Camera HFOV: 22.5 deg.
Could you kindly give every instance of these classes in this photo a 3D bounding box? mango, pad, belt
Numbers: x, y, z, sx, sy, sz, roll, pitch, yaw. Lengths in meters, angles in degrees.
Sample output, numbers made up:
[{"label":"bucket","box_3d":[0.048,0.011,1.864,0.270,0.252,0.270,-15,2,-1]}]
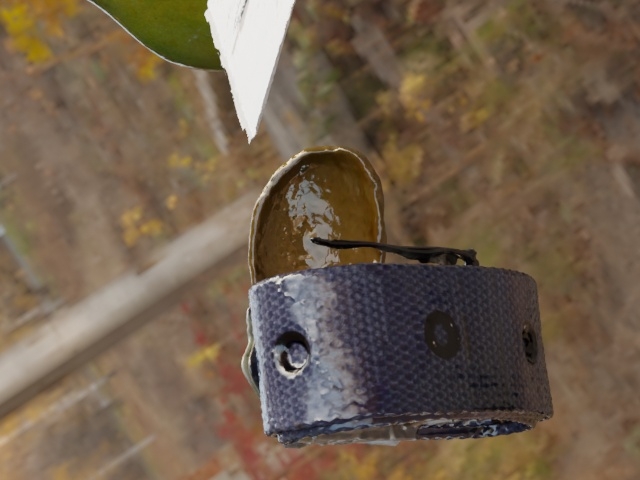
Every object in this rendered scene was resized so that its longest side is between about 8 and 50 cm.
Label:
[{"label":"mango","box_3d":[-0.119,-0.205,1.260,0.191,0.085,0.122,31,141,-6]},{"label":"pad","box_3d":[-0.017,-0.179,0.769,0.156,0.004,0.232,-112,34,-54]},{"label":"belt","box_3d":[0.053,0.063,1.015,0.140,0.230,0.126,-16,76,40]}]

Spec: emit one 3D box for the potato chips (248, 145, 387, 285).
[{"label":"potato chips","box_3d":[0.000,0.000,1.718,0.049,0.150,0.201,1,-90,-73]}]
